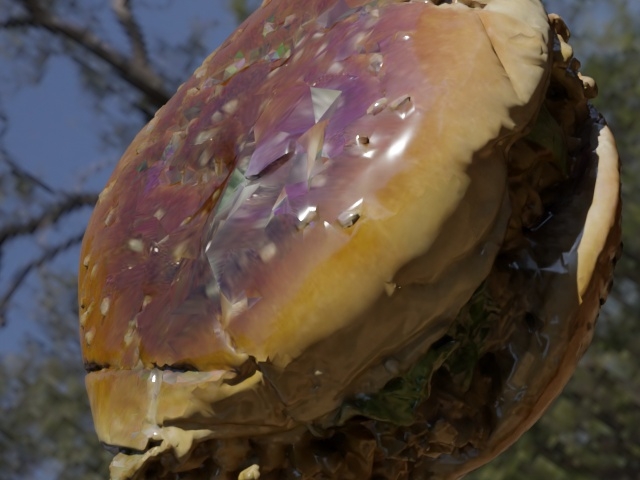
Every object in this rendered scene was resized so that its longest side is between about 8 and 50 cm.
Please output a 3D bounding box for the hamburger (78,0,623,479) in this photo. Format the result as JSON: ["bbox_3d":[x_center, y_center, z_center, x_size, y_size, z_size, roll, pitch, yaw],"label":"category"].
[{"bbox_3d":[0.000,0.000,0.831,0.146,0.243,0.286,37,-112,-33],"label":"hamburger"}]
